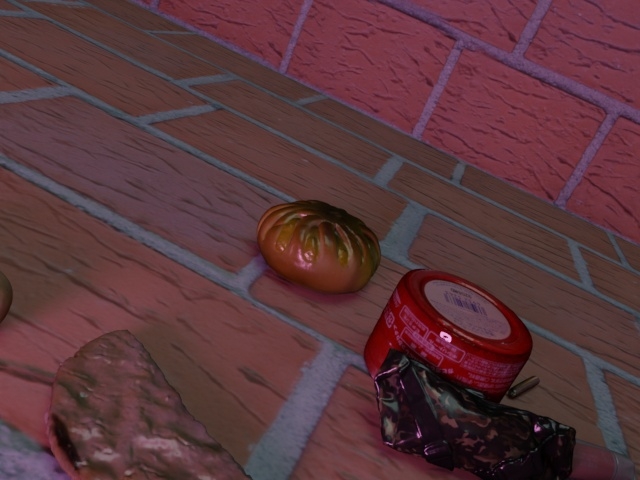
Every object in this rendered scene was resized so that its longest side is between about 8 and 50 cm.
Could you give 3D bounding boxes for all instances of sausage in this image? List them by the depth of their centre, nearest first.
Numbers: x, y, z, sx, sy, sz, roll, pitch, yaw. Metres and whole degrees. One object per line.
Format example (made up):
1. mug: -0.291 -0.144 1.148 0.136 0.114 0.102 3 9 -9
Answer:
1. sausage: 0.298 0.213 0.904 0.015 0.015 0.100 39 26 32

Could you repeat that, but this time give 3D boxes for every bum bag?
1. bum bag: 0.167 0.212 0.683 0.247 0.102 0.069 24 -8 1

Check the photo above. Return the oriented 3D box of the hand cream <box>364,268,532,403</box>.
1. hand cream: 0.164 0.135 0.803 0.193 0.125 0.193 21 25 -10

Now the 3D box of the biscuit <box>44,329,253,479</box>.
1. biscuit: -0.160 0.166 0.527 0.250 0.032 0.133 40 26 32

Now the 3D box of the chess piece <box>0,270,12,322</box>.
1. chess piece: -0.367 0.035 0.555 0.170 0.094 0.094 28 21 -12

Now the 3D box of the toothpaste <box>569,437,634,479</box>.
1. toothpaste: 0.291 0.261 0.755 0.194 0.043 0.067 18 58 -13

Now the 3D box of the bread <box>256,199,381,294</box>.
1. bread: 0.000 0.000 0.968 0.213 0.105 0.213 18 23 -8
